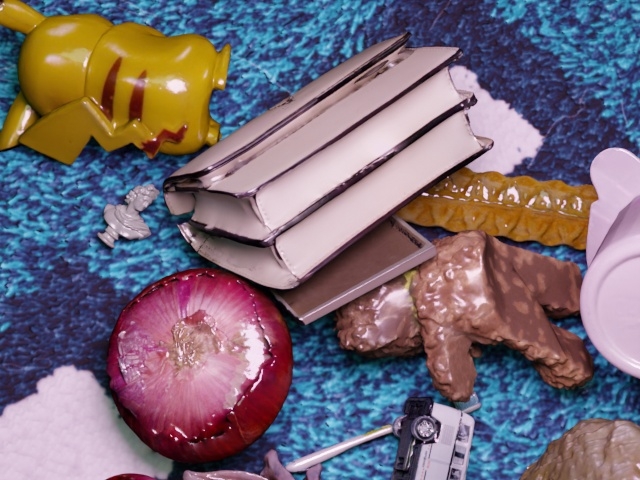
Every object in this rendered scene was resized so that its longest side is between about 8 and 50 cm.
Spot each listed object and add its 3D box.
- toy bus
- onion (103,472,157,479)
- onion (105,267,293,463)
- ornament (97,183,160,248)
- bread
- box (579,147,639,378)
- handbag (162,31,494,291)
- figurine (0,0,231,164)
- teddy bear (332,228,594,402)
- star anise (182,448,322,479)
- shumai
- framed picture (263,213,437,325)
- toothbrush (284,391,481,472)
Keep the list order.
[{"bbox_3d":[0.128,0.290,1.548,0.089,0.087,0.194,16,78,-16],"label":"toy bus"},{"bbox_3d":[-0.228,0.341,1.507,0.131,0.131,0.131,1,71,-2],"label":"onion"},{"bbox_3d":[-0.144,0.154,1.552,0.248,0.161,0.248,-1,56,2],"label":"onion"},{"bbox_3d":[-0.253,-0.031,1.674,0.068,0.041,0.092,12,80,8],"label":"ornament"},{"bbox_3d":[0.265,-0.043,1.679,0.367,0.077,0.084,8,70,0],"label":"bread"},{"bbox_3d":[0.409,0.030,1.514,0.262,0.206,0.291,-35,91,30],"label":"box"},{"bbox_3d":[0.004,-0.110,1.587,0.358,0.237,0.160,-35,114,-23],"label":"handbag"},{"bbox_3d":[-0.282,-0.198,1.670,0.327,0.218,0.169,16,30,11],"label":"figurine"},{"bbox_3d":[0.174,0.101,1.596,0.296,0.222,0.246,30,44,-32],"label":"teddy bear"},{"bbox_3d":[-0.044,0.346,1.502,0.257,0.110,0.198,19,38,-20],"label":"star anise"},{"bbox_3d":[0.373,0.381,1.472,0.288,0.330,0.292,32,110,-11],"label":"shumai"},{"bbox_3d":[0.000,0.001,1.593,0.192,0.018,0.265,-27,34,-13],"label":"framed picture"},{"bbox_3d":[0.080,0.246,1.602,0.263,0.022,0.026,-20,87,-9],"label":"toothbrush"}]
